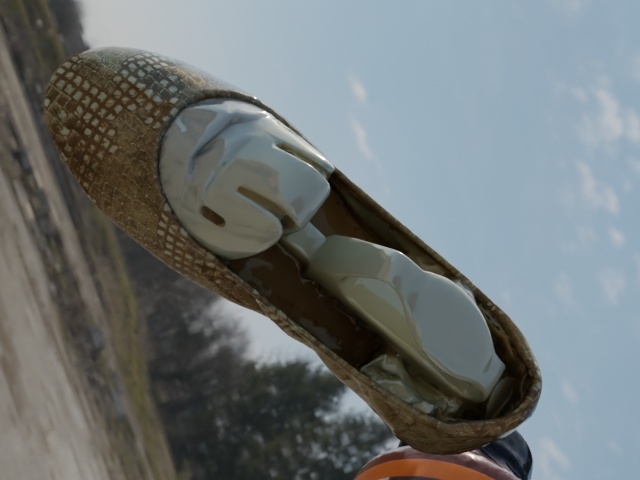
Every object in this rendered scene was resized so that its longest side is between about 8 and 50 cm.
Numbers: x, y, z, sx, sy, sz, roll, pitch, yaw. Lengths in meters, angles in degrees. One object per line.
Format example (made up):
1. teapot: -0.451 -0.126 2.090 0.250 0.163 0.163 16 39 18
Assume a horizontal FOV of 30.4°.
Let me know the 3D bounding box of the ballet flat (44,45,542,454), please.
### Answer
1. ballet flat: 0.000 0.000 0.402 0.206 0.073 0.067 37 -21 -16

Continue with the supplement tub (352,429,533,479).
1. supplement tub: 0.046 0.167 0.538 0.198 0.106 0.106 -64 150 -48
